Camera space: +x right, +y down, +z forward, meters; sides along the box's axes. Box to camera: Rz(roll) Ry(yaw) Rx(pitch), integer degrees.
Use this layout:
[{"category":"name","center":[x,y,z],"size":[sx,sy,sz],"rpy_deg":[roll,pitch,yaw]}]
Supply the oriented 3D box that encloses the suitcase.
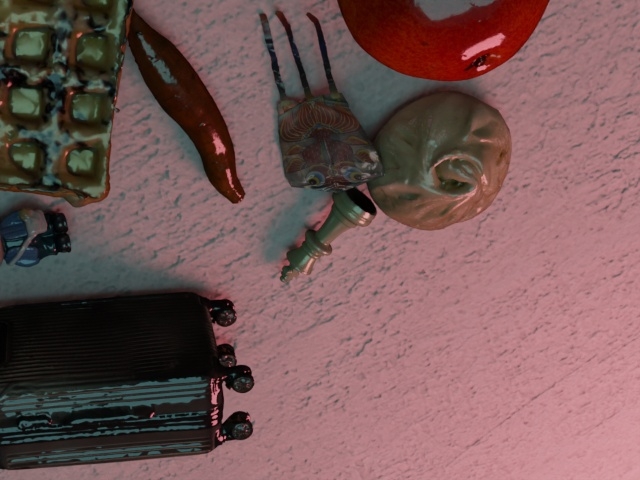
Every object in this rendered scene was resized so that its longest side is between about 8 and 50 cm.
[{"category":"suitcase","center":[-0.243,0.162,1.323],"size":[0.312,0.202,0.128],"rpy_deg":[-3,120,-12]}]

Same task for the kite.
[{"category":"kite","center":[-0.005,-0.156,1.282],"size":[0.127,0.016,0.229],"rpy_deg":[-3,120,21]}]

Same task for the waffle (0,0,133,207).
[{"category":"waffle","center":[-0.382,-0.175,1.112],"size":[0.376,0.114,0.260],"rpy_deg":[7,98,-17]}]

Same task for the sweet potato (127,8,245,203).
[{"category":"sweet potato","center":[-0.143,-0.146,1.257],"size":[0.057,0.057,0.264],"rpy_deg":[-29,123,5]}]

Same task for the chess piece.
[{"category":"chess piece","center":[0.000,0.000,1.374],"size":[0.059,0.059,0.149],"rpy_deg":[34,111,-27]}]

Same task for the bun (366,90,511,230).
[{"category":"bun","center":[0.149,-0.081,1.333],"size":[0.183,0.102,0.183],"rpy_deg":[-6,123,-10]}]

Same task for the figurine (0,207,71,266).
[{"category":"figurine","center":[-0.364,-0.001,1.283],"size":[0.149,0.087,0.086],"rpy_deg":[-13,104,-22]}]

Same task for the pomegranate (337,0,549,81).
[{"category":"pomegranate","center":[0.118,-0.289,1.153],"size":[0.221,0.221,0.256],"rpy_deg":[-19,89,-2]}]
